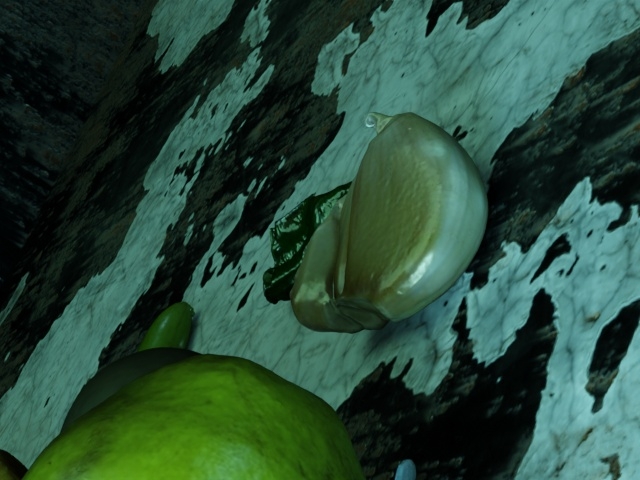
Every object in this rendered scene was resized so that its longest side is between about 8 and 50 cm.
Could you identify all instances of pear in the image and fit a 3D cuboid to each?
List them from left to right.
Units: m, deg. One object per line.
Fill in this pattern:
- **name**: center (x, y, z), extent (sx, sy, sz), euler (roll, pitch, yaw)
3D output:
- **pear**: center (-0.108, 0.296, 1.327), extent (0.413, 0.352, 0.352), euler (-66, 19, -12)

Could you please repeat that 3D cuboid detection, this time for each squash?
- **squash**: center (-0.216, 0.159, 2.257), extent (0.066, 0.066, 0.201), euler (-40, 19, 45)

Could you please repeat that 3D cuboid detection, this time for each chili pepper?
- **chili pepper**: center (-0.003, -0.001, 1.951), extent (0.216, 0.062, 0.108), euler (-43, 30, 40)

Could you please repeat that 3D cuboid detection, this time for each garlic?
- **garlic**: center (0.083, -0.014, 1.679), extent (0.217, 0.110, 0.228), euler (-10, 62, 52)

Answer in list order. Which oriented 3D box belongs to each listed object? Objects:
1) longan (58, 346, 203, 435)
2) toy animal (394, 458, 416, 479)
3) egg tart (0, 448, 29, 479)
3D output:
- **longan**: center (-0.182, 0.230, 1.794), extent (0.246, 0.215, 0.246), euler (-40, -14, -12)
- **toy animal**: center (0.063, 0.289, 1.162), extent (0.176, 0.239, 0.255), euler (-25, 74, 15)
- **egg tart**: center (-0.449, 0.396, 2.302), extent (0.171, 0.215, 0.215), euler (-44, 18, -4)
